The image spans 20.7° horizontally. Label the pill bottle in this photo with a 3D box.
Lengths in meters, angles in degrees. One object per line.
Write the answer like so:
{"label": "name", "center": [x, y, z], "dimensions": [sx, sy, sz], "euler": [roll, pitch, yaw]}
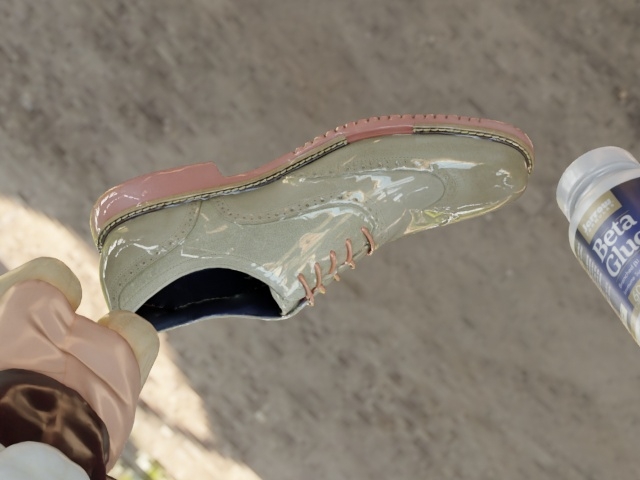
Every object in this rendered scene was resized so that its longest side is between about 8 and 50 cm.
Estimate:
{"label": "pill bottle", "center": [0.242, 0.005, 1.303], "dimensions": [0.169, 0.094, 0.094], "euler": [-119, 6, -46]}

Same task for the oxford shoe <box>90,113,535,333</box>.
{"label": "oxford shoe", "center": [0.000, 0.000, 1.526], "dimensions": [0.140, 0.397, 0.146], "euler": [66, -169, -53]}

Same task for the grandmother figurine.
{"label": "grandmother figurine", "center": [-0.152, 0.109, 0.946], "dimensions": [0.208, 0.104, 0.342], "euler": [27, -167, -5]}
